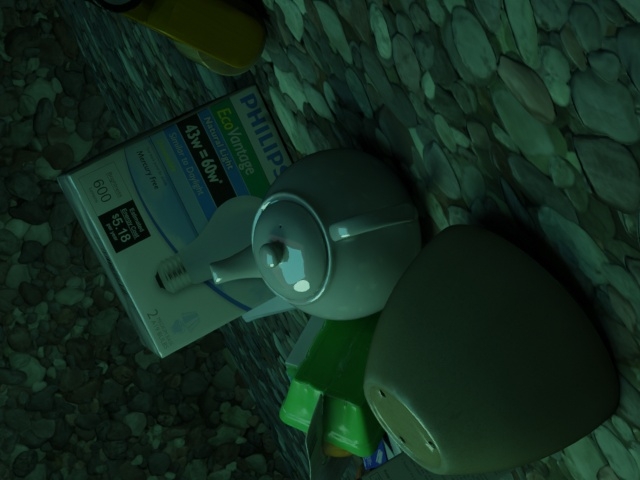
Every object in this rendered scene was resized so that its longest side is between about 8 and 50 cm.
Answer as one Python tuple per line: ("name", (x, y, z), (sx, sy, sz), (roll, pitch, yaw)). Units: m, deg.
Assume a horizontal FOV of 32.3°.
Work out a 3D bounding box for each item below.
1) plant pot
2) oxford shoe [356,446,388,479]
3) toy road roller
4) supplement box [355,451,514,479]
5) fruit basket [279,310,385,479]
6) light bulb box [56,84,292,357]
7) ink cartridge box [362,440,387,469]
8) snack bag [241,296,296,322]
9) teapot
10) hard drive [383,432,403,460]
("plant pot", (0.161, 0.151, 1.242), (0.284, 0.191, 0.284), (44, 158, 23))
("oxford shoe", (0.122, 0.554, 2.296), (0.098, 0.097, 0.271), (107, 162, -44))
("toy road roller", (-0.212, -0.418, 1.654), (0.329, 0.240, 0.202), (26, -175, -30))
("supplement box", (0.164, 0.356, 1.660), (0.114, 0.220, 0.111), (56, 166, 13))
("fruit basket", (0.046, 0.228, 1.688), (0.165, 0.327, 0.353), (24, 152, 12))
("light bulb box", (-0.219, -0.038, 1.960), (0.358, 0.361, 0.225), (64, 164, -11))
("ink cartridge box", (0.087, 0.350, 2.126), (0.207, 0.046, 0.097), (-103, 0, -76))
("snack bag", (-0.160, 0.014, 2.299), (0.323, 0.037, 0.342), (-17, 102, 54))
("teapot", (0.000, 0.000, 1.473), (0.252, 0.187, 0.256), (38, 125, 31))
("hard drive", (0.175, 0.449, 2.079), (0.233, 0.047, 0.353), (-116, 9, -45))
